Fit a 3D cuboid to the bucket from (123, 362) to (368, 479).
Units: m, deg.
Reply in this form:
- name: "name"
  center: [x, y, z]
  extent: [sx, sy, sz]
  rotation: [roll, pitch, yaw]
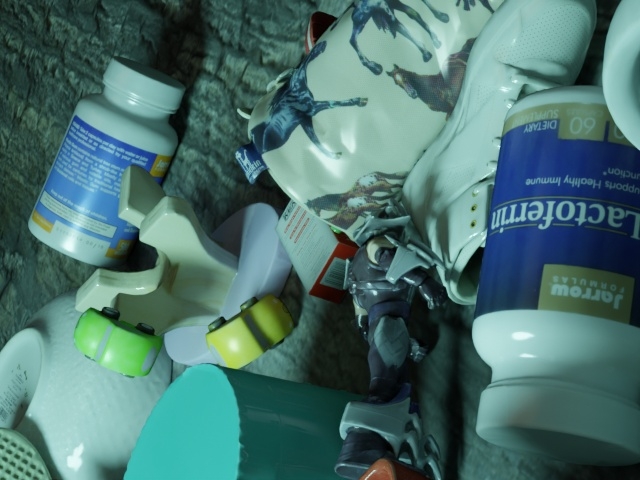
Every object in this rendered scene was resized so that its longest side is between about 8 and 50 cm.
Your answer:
- name: "bucket"
  center: [-0.061, 0.255, 1.478]
  extent: [0.281, 0.183, 0.281]
  rotation: [-40, 40, 45]

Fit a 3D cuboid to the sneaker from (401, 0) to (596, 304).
- name: "sneaker"
  center: [0.177, -0.078, 1.356]
  extent: [0.169, 0.108, 0.292]
  rotation: [-108, 35, -48]

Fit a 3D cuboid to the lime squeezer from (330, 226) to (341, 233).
- name: "lime squeezer"
  center: [0.072, -0.159, 1.593]
  extent: [0.059, 0.110, 0.310]
  rotation: [-57, -30, -87]

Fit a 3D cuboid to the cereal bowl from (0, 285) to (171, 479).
- name: "cereal bowl"
  center: [-0.344, 0.209, 2.042]
  extent: [0.339, 0.141, 0.339]
  rotation: [-32, 46, 40]

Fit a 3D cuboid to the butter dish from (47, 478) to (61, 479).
- name: "butter dish"
  center: [-0.256, 0.373, 1.833]
  extent: [0.118, 0.160, 0.160]
  rotation: [-5, 68, 36]

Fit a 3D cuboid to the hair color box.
- name: "hair color box"
  center: [0.000, 0.000, 1.685]
  extent: [0.072, 0.043, 0.141]
  rotation: [-60, 30, 20]

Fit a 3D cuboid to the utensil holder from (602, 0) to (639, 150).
- name: "utensil holder"
  center: [0.352, -0.244, 0.904]
  extent: [0.327, 0.328, 0.385]
  rotation: [-21, 52, 56]

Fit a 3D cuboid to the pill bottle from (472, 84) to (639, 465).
- name: "pill bottle"
  center: [0.198, 0.029, 1.182]
  extent: [0.153, 0.153, 0.264]
  rotation: [-17, 59, 57]

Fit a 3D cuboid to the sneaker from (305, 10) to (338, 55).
- name: "sneaker"
  center: [-0.004, -0.150, 1.745]
  extent: [0.128, 0.087, 0.221]
  rotation: [-49, 33, 34]

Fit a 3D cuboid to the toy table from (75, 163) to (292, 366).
- name: "toy table"
  center: [-0.167, 0.035, 1.844]
  extent: [0.274, 0.161, 0.252]
  rotation: [-50, 33, 36]

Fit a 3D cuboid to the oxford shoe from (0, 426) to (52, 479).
- name: "oxford shoe"
  center: [-0.385, 0.453, 1.885]
  extent: [0.130, 0.169, 0.449]
  rotation: [153, 108, -64]

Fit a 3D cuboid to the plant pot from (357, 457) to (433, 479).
- name: "plant pot"
  center: [0.090, 0.354, 1.078]
  extent: [0.267, 0.236, 0.267]
  rotation: [-50, 33, 32]

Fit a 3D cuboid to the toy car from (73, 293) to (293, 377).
- name: "toy car"
  center: [-0.169, 0.142, 1.711]
  extent: [0.053, 0.225, 0.239]
  rotation: [-84, 18, -83]

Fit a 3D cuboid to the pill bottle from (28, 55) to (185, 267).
- name: "pill bottle"
  center: [-0.291, -0.112, 2.177]
  extent: [0.272, 0.152, 0.152]
  rotation: [-65, 28, 10]

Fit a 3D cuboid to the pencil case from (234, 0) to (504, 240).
- name: "pencil case"
  center: [0.093, -0.196, 1.460]
  extent: [0.410, 0.183, 0.160]
  rotation: [-49, -4, 24]

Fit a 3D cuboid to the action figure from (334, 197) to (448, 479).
- name: "action figure"
  center: [0.065, 0.090, 1.398]
  extent: [0.185, 0.099, 0.285]
  rotation: [83, -173, -64]
